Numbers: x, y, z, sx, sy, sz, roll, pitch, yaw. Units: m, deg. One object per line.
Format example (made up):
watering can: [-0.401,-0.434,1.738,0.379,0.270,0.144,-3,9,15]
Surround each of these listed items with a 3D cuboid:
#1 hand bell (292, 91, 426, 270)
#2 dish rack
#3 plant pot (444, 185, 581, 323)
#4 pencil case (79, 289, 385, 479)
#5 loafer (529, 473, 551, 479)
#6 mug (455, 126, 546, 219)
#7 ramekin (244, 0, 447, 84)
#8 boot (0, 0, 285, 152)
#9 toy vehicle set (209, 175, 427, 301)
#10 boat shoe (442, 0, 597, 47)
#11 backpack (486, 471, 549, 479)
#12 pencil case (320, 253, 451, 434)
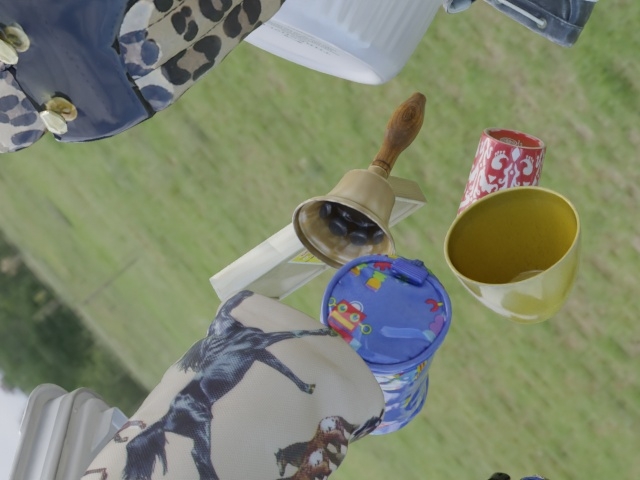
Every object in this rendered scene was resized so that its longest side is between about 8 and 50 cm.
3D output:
hand bell: [0.074,-0.089,1.620,0.126,0.242,0.126,19,145,14]
dish rack: [-0.174,0.305,1.249,0.285,0.072,0.333,54,-156,-32]
plant pot: [0.198,0.026,1.364,0.134,0.134,0.095,38,160,46]
pencil case: [-0.102,0.220,1.036,0.160,0.410,0.183,9,137,34]
loafer: [0.307,0.347,1.816,0.094,0.251,0.087,-34,59,53]
mug: [0.245,-0.073,1.962,0.150,0.113,0.169,-134,51,-56]
ramekin: [-0.010,-0.254,1.380,0.272,0.127,0.273,22,178,1]
boot: [-0.191,-0.149,0.570,0.138,0.377,0.284,44,167,48]
toy vehicle set: [0.000,0.000,1.844,0.035,0.267,0.166,62,-160,15]
boat shoe: [0.168,-0.323,1.625,0.335,0.119,0.121,29,-162,27]
backpack: [0.253,0.419,1.536,0.276,0.263,0.213,20,146,-23]
pencil case: [0.062,0.106,1.388,0.119,0.133,0.306,24,163,8]
